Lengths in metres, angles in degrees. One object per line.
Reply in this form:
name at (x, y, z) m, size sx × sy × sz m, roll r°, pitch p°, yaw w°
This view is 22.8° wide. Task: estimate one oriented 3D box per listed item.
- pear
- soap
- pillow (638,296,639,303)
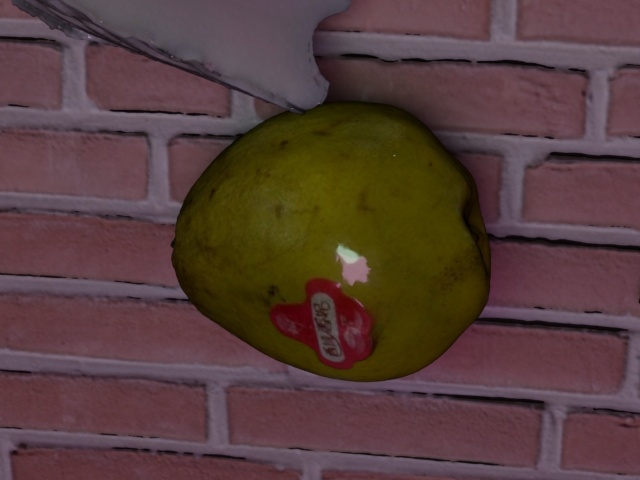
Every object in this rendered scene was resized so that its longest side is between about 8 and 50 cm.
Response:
pear at (0.000, 0.000, 1.630) m, size 0.375 × 0.287 × 0.287 m, roll -1°, pitch 113°, yaw 29°
soap at (-0.146, -0.256, 1.498) m, size 0.302 × 0.258 × 0.159 m, roll 17°, pitch 83°, yaw 18°
pillow at (0.458, -0.009, 1.675) m, size 0.212 × 0.052 × 0.208 m, roll 7°, pitch 116°, yaw 5°
